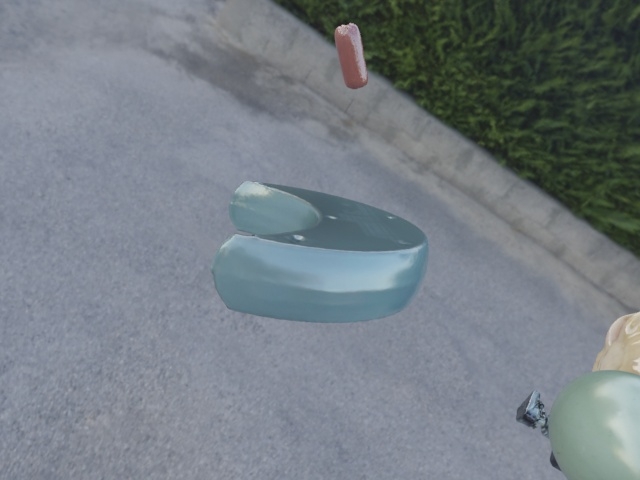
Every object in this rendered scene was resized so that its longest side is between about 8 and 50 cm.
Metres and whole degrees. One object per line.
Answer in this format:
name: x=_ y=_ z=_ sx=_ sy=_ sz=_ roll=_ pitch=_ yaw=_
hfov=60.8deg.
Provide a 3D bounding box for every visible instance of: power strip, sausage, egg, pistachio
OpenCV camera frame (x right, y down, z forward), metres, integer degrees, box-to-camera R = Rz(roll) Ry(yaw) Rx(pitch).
power strip: x=0.000 y=0.000 z=0.451 sx=0.167 sy=0.054 sz=0.253 roll=10 pitch=13 yaw=-7
sausage: x=0.074 y=-0.440 z=1.307 sx=0.062 sy=0.154 sz=0.062 roll=-10 pitch=39 yaw=8
egg: x=0.336 y=0.225 z=0.600 sx=0.149 sy=0.149 sz=0.192 roll=31 pitch=8 yaw=-6
pistachio: x=0.593 y=0.210 z=0.894 sx=0.317 sy=0.193 sz=0.214 roll=-16 pitch=74 yaw=-8

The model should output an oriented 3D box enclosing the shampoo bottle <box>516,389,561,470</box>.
shampoo bottle: x=0.445 y=0.338 z=0.831 sx=0.309 sy=0.071 sz=0.098 roll=29 pitch=65 yaw=8
